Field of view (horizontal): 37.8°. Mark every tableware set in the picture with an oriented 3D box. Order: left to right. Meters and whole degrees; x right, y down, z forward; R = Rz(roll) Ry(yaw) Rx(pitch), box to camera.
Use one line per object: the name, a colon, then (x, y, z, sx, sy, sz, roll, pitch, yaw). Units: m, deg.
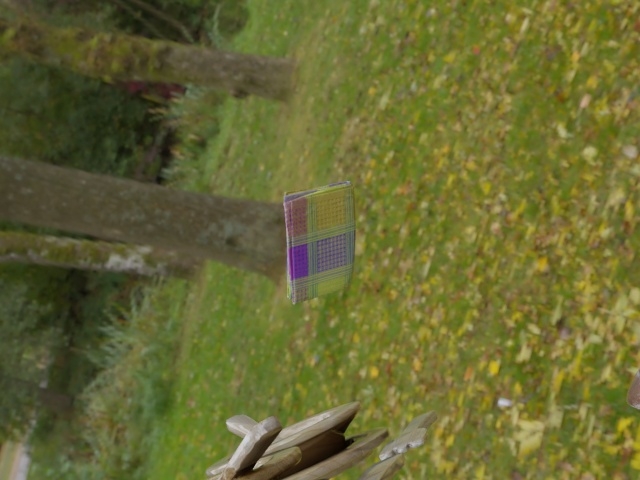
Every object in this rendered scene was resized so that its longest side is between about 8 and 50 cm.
tableware set: (-0.027, 0.088, 0.367, 0.039, 0.128, 0.194, 67, -169, 7)

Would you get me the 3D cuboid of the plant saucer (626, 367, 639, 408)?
plant saucer: (0.367, 0.121, 0.870, 0.168, 0.169, 0.029, 168, 89, -72)

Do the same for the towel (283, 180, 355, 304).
towel: (0.000, 0.000, 0.669, 0.009, 0.060, 0.083, 25, 124, 51)
